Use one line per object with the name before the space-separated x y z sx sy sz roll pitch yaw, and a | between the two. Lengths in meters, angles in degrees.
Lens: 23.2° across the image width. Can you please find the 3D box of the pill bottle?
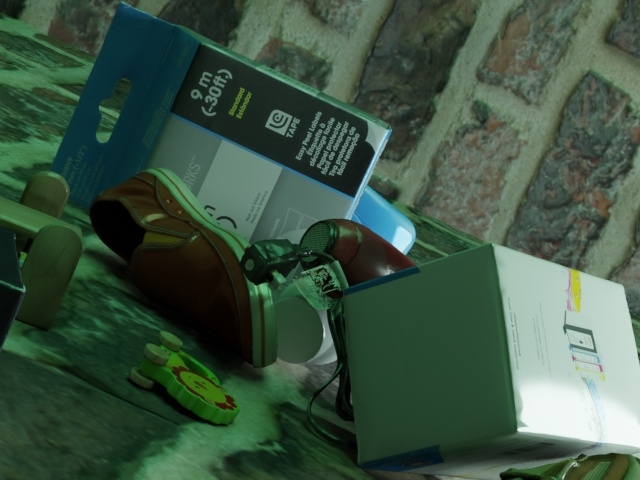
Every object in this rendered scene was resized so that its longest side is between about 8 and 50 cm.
pill bottle | 0.008 0.078 1.639 0.094 0.094 0.169 28 20 19

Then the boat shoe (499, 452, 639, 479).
boat shoe | 0.188 0.224 1.244 0.120 0.123 0.324 23 8 9

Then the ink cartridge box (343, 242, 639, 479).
ink cartridge box | 0.163 0.119 1.416 0.171 0.168 0.232 -19 -22 36

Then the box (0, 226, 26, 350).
box | -0.306 0.026 1.127 0.158 0.093 0.156 21 9 -18

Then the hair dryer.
hair dryer | 0.037 0.085 1.520 0.293 0.080 0.224 -18 83 -54

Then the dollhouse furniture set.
dollhouse furniture set | -0.317 -0.062 1.385 0.242 0.161 0.212 22 9 -17

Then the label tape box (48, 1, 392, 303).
label tape box | -0.126 -0.090 1.774 0.347 0.249 0.115 25 9 -2

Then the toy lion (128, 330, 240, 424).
toy lion | -0.110 0.121 1.323 0.096 0.034 0.100 32 9 0

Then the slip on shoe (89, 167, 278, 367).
slip on shoe | -0.137 0.032 1.575 0.101 0.123 0.331 -19 38 -24

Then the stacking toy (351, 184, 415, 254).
stacking toy | 0.000 0.000 2.002 0.175 0.166 0.302 40 -3 -2
